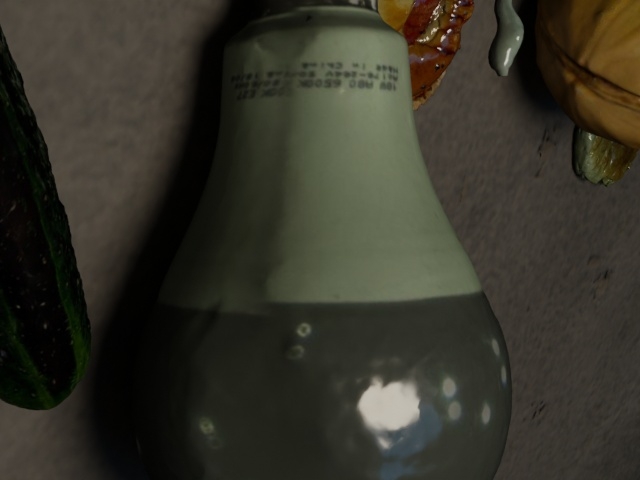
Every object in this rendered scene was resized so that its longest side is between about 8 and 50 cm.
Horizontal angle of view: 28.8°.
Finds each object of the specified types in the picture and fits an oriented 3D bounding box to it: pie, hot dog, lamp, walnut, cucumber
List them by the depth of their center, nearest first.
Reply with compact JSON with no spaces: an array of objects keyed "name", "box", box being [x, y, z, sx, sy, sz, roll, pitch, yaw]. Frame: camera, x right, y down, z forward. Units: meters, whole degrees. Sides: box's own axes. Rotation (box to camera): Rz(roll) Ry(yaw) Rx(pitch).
[{"name":"cucumber","box":[-0.139,-0.028,0.478,0.074,0.074,0.241,-41,137,-30]},{"name":"lamp","box":[0.015,0.009,0.586,0.182,0.182,0.314,-2,108,-50]},{"name":"hot dog","box":[0.047,-0.157,0.649,0.099,0.053,0.192,-14,116,-44]},{"name":"walnut","box":[0.225,-0.145,0.791,0.206,0.159,0.159,-38,133,-32]},{"name":"pie","box":[0.213,-0.078,0.912,0.084,0.020,0.084,-26,126,-42]}]

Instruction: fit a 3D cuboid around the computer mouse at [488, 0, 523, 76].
[{"name":"computer mouse","box":[0.163,-0.266,0.675,0.167,0.090,0.379,21,82,-52]}]
